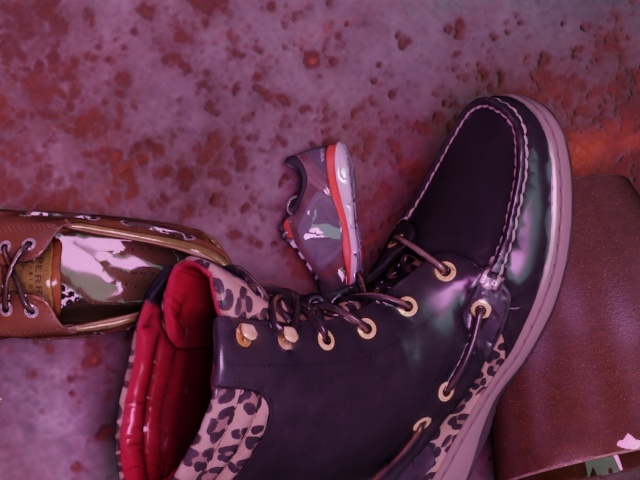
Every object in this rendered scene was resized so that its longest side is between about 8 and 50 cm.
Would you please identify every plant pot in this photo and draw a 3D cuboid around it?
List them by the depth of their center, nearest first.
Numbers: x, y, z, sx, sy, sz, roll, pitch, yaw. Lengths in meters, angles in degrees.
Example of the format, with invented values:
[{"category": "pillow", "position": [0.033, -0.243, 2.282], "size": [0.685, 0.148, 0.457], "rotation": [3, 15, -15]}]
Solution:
[{"category": "plant pot", "position": [0.224, 0.070, 1.478], "size": [0.215, 0.215, 0.230], "rotation": [-7, 76, -20]}]

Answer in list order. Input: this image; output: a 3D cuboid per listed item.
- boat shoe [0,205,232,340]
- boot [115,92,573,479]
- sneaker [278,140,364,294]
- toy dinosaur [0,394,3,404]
[{"category": "boat shoe", "position": [-0.217, 0.021, 1.358], "size": [0.307, 0.104, 0.111], "rotation": [-6, 91, -19]}, {"category": "boot", "position": [0.020, 0.052, 1.354], "size": [0.284, 0.138, 0.377], "rotation": [10, 108, -39]}, {"category": "sneaker", "position": [0.000, 0.000, 1.472], "size": [0.064, 0.061, 0.158], "rotation": [-5, 90, 7]}, {"category": "toy dinosaur", "position": [-0.344, 0.168, 1.256], "size": [0.200, 0.127, 0.296], "rotation": [-11, 125, -45]}]
